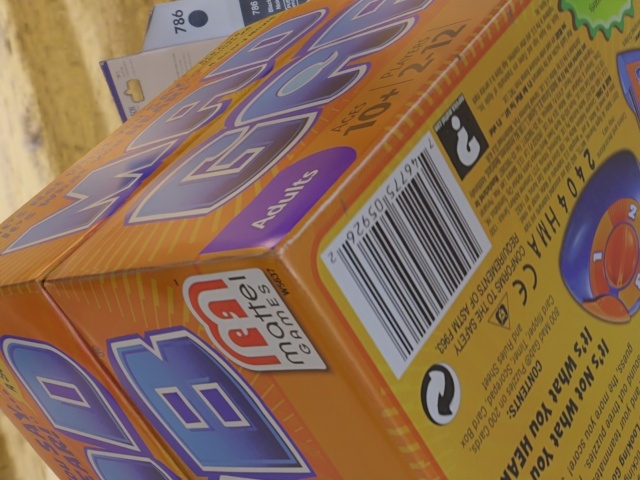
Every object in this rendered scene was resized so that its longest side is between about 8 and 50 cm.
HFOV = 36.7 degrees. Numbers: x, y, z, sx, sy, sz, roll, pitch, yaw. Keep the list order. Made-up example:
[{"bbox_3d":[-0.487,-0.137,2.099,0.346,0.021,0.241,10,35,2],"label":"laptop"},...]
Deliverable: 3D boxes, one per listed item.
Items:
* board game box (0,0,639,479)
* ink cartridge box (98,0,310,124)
[{"bbox_3d":[0.041,0.053,0.644,0.356,0.356,0.356,-8,121,46],"label":"board game box"},{"bbox_3d":[-0.080,-0.221,1.105,0.165,0.333,0.065,100,157,-72],"label":"ink cartridge box"}]
